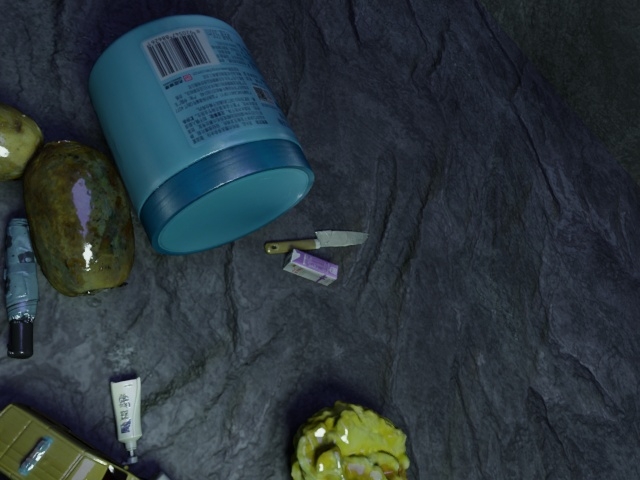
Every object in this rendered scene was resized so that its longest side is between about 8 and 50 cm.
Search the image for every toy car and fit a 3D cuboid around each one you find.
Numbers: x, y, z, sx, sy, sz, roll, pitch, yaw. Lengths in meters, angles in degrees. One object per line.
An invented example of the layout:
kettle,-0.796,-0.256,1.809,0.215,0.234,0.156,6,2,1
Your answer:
toy car,-0.365,0.336,0.768,0.257,0.124,0.101,25,60,15

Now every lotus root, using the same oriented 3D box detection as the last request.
lotus root,-0.419,-0.040,0.932,0.160,0.152,0.274,-13,87,-53
lotus root,-0.621,-0.193,0.917,0.278,0.154,0.153,18,58,-22

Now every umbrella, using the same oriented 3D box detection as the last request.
umbrella,-0.506,0.077,0.907,0.053,0.052,0.250,-9,68,-14

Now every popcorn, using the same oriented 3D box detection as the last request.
popcorn,0.075,0.434,0.990,0.225,0.174,0.285,-28,83,-44

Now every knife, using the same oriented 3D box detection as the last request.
knife,0.001,-0.001,1.262,0.298,0.017,0.047,-5,62,-31

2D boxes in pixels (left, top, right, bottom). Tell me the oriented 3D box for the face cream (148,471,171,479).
face cream,-0.181,0.513,0.849,0.311,0.092,0.092,46,52,-1

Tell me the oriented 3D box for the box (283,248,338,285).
box,-0.021,0.061,1.197,0.117,0.051,0.036,23,55,-20

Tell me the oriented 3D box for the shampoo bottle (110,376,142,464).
shampoo bottle,-0.326,0.307,0.907,0.049,0.034,0.140,1,67,-36

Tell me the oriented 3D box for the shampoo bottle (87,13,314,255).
shampoo bottle,-0.231,-0.197,1.030,0.331,0.331,0.342,-18,76,-35
